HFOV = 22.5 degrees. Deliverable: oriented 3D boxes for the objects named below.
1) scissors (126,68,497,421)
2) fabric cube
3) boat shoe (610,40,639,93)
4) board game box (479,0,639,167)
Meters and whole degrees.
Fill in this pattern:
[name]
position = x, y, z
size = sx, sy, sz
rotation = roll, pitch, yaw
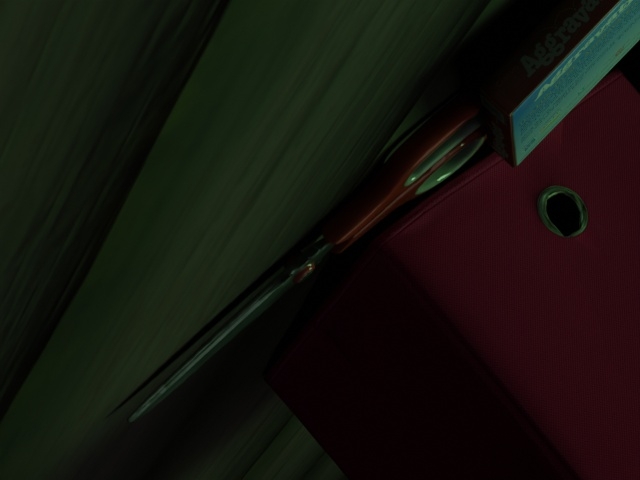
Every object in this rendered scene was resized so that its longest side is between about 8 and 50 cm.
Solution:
[scissors]
position = 0.000, 0.000, 0.944
size = 0.297, 0.021, 0.109
rotation = -37, 170, -15
[fabric cube]
position = 0.161, 0.087, 1.133
size = 0.254, 0.258, 0.259
rotation = -34, 170, -29
[boat shoe]
position = 0.263, -0.125, 1.151
size = 0.109, 0.089, 0.258
rotation = -39, 168, -13
[board game box]
position = 0.198, -0.163, 0.921
size = 0.281, 0.027, 0.145
rotation = -46, 169, -1
